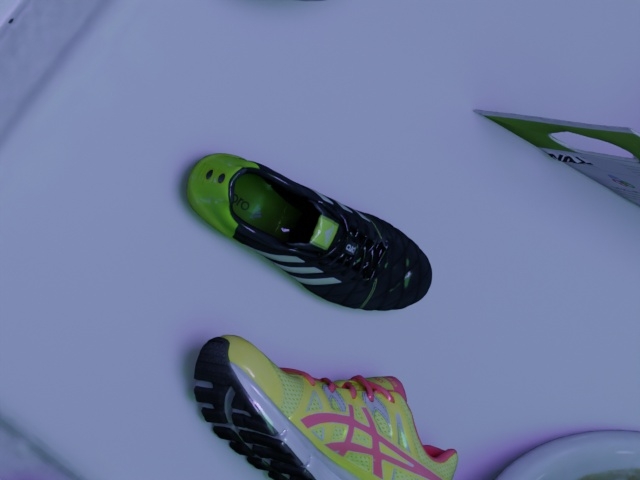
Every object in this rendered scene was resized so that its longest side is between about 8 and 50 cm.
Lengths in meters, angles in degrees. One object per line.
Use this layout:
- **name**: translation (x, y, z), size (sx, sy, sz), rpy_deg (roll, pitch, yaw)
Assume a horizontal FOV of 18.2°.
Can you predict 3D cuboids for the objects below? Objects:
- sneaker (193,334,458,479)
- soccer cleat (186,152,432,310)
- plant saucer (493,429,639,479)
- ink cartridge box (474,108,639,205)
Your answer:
- **sneaker**: translation (0.007, 0.112, 1.233), size (0.208, 0.081, 0.094), rpy_deg (44, 71, -30)
- **soccer cleat**: translation (0.000, 0.000, 1.210), size (0.179, 0.072, 0.060), rpy_deg (26, 85, -26)
- **plant saucer**: translation (0.243, 0.306, 1.265), size (0.400, 0.400, 0.100), rpy_deg (12, 133, -27)
- **ink cartridge box**: translation (0.257, -0.060, 1.262), size (0.255, 0.189, 0.097), rpy_deg (27, 86, -26)
